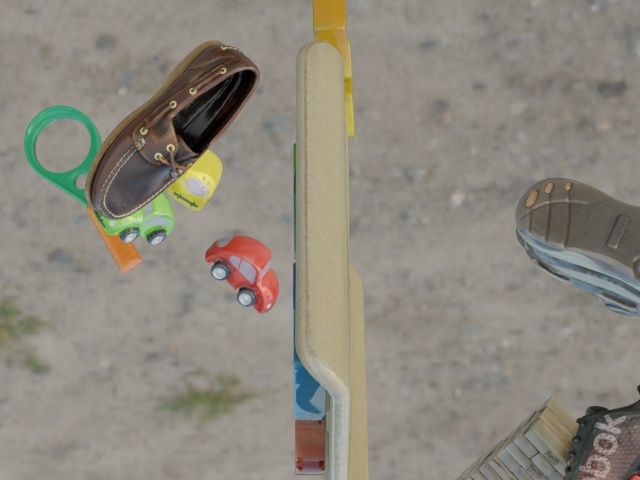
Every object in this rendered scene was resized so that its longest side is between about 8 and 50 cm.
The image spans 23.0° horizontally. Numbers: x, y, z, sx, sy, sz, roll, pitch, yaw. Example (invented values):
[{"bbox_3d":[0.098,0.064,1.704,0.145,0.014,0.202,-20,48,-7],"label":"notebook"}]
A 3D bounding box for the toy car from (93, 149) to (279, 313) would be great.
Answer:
[{"bbox_3d":[-0.151,-0.030,1.706,0.053,0.239,0.225,-42,154,27],"label":"toy car"}]

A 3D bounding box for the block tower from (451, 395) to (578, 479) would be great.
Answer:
[{"bbox_3d":[0.210,0.325,1.966,0.097,0.091,0.335,47,124,3],"label":"block tower"}]

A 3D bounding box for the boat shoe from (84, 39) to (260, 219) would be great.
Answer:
[{"bbox_3d":[-0.140,-0.101,1.492,0.207,0.073,0.073,-52,135,0],"label":"boat shoe"}]

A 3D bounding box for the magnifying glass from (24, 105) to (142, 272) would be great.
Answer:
[{"bbox_3d":[-0.280,-0.063,1.893,0.092,0.231,0.026,-31,161,-1],"label":"magnifying glass"}]

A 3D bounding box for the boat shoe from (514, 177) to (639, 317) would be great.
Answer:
[{"bbox_3d":[0.421,0.032,2.041,0.355,0.132,0.130,28,159,16],"label":"boat shoe"}]

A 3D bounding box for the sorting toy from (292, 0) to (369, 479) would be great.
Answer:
[{"bbox_3d":[0.000,0.000,0.895,0.041,0.307,0.229,-3,145,3],"label":"sorting toy"}]

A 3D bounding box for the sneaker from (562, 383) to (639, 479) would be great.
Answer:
[{"bbox_3d":[0.312,0.262,1.737,0.276,0.135,0.097,-43,148,3],"label":"sneaker"}]
